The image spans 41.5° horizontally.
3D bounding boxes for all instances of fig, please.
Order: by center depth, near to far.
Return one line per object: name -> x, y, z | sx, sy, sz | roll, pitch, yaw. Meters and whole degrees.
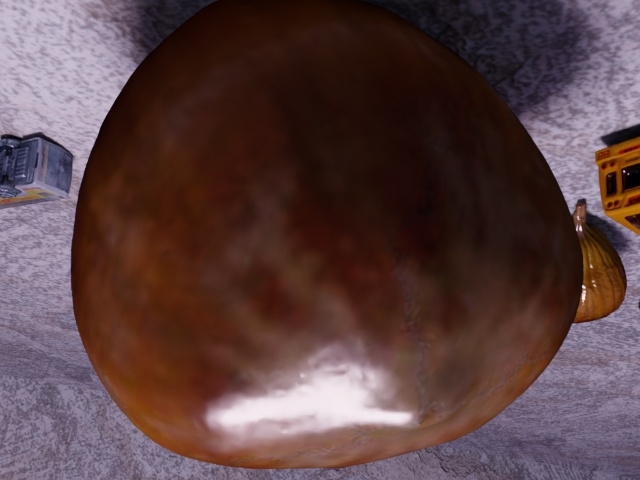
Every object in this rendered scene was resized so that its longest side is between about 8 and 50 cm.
fig -> 0.285, 0.020, 0.974 | 0.119, 0.153, 0.119 | -15, -165, 4

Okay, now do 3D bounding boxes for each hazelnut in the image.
hazelnut -> -0.003, -0.006, 0.616 | 0.365, 0.366, 0.366 | 6, 159, 2

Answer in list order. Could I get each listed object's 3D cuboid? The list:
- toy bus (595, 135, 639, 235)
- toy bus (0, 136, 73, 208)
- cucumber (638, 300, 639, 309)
toy bus -> 0.344, -0.033, 0.792 | 0.194, 0.088, 0.083 | 22, 153, -34
toy bus -> -0.362, -0.067, 0.950 | 0.190, 0.064, 0.075 | -6, 161, 29
cucumber -> 0.477, 0.083, 1.133 | 0.067, 0.035, 0.107 | 7, 157, 2
